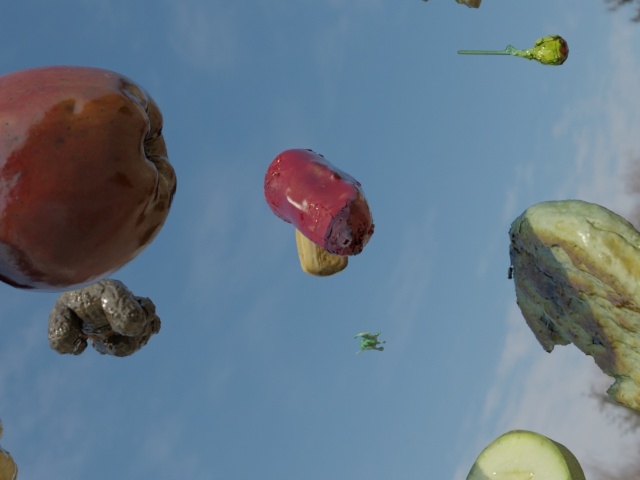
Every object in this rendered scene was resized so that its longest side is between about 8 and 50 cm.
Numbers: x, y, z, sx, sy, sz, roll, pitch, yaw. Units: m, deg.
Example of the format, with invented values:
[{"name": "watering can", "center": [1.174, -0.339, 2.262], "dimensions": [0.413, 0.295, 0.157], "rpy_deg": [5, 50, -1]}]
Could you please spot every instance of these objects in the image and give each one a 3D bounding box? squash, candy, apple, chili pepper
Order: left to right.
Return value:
[{"name": "apple", "center": [-0.256, -0.061, 1.096], "dimensions": [0.234, 0.234, 0.234], "rpy_deg": [-41, -41, -50]}, {"name": "chili pepper", "center": [-0.004, -0.053, 1.485], "dimensions": [0.110, 0.387, 0.110], "rpy_deg": [-6, -72, -17]}, {"name": "candy", "center": [0.213, -0.210, 1.233], "dimensions": [0.035, 0.123, 0.035], "rpy_deg": [-40, -50, -82]}, {"name": "squash", "center": [0.295, 0.411, 1.659], "dimensions": [0.049, 0.252, 0.252], "rpy_deg": [25, -101, -28]}]

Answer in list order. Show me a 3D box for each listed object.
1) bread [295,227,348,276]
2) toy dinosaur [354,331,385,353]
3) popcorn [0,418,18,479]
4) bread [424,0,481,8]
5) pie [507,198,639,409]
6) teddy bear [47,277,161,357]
[{"name": "bread", "center": [0.000, 0.000, 1.745], "dimensions": [0.056, 0.082, 0.115], "rpy_deg": [163, 97, -72]}, {"name": "toy dinosaur", "center": [0.071, 0.168, 1.812], "dimensions": [0.062, 0.083, 0.021], "rpy_deg": [23, -131, -41]}, {"name": "popcorn", "center": [-0.553, 0.276, 1.436], "dimensions": [0.382, 0.349, 0.349], "rpy_deg": [-88, 8, -79]}, {"name": "bread", "center": [0.057, -0.298, 0.932], "dimensions": [0.179, 0.250, 0.133], "rpy_deg": [109, 176, -48]}, {"name": "pie", "center": [0.324, 0.076, 1.268], "dimensions": [0.067, 0.302, 0.302], "rpy_deg": [-41, -37, -19]}, {"name": "teddy bear", "center": [-0.356, 0.134, 1.882], "dimensions": [0.190, 0.177, 0.140], "rpy_deg": [60, -169, -56]}]
